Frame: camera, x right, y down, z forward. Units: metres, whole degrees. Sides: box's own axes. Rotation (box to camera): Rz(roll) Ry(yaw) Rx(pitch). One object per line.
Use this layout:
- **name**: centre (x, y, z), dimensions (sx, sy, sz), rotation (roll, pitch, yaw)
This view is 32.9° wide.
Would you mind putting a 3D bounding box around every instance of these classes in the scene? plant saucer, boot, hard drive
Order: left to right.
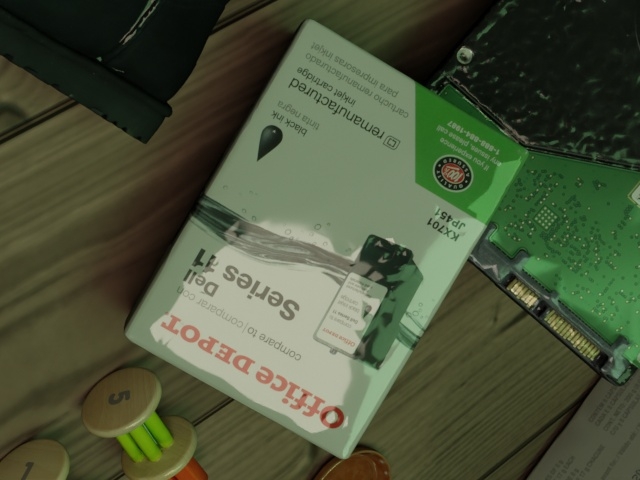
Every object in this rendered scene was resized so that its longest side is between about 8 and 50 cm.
- **boot**: centre (-0.105, -0.181, 0.502), dimensions (0.207, 0.094, 0.246), rotation (-56, 140, 2)
- **plant saucer**: centre (0.020, 0.198, 0.847), dimensions (0.083, 0.013, 0.083), rotation (-18, 122, -31)
- **hard drive**: centre (0.219, -0.103, 0.720), dimensions (0.237, 0.064, 0.339), rotation (40, 90, -4)

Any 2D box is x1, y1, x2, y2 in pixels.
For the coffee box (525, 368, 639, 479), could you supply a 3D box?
- **coffee box**: centre (0.410, 0.314, 0.995), dimensions (0.337, 0.338, 0.334), rotation (-51, 134, -7)

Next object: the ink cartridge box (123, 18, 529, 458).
- **ink cartridge box**: centre (0.000, 0.000, 0.639), dimensions (0.153, 0.087, 0.208), rotation (30, 92, -6)

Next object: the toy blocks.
- **toy blocks**: centre (-0.123, 0.168, 0.690), dimensions (0.123, 0.054, 0.148), rotation (-38, 130, -17)
